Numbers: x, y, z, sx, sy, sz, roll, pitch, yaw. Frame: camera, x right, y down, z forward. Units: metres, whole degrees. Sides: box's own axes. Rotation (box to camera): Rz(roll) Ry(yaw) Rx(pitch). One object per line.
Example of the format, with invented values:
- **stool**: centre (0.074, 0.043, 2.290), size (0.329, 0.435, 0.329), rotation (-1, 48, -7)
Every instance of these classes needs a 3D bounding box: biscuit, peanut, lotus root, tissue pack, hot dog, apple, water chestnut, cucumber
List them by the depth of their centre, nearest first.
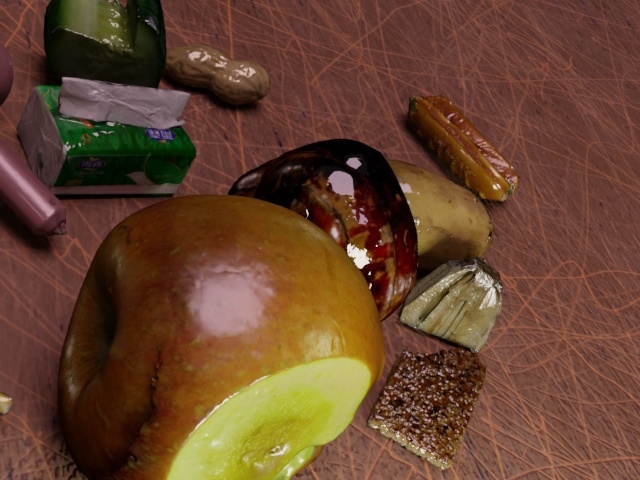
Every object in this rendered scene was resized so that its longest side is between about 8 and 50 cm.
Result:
- **apple**: centre (-0.111, 0.142, 1.366), size (0.374, 0.374, 0.384), rotation (12, 70, -22)
- **water chestnut**: centre (0.000, 0.000, 1.648), size (0.244, 0.289, 0.289), rotation (-31, 63, -14)
- **biscuit**: centre (0.158, 0.213, 1.682), size (0.131, 0.026, 0.237), rotation (33, 38, 1)
- **tissue pack**: centre (-0.297, -0.160, 1.700), size (0.209, 0.156, 0.148), rotation (-1, 50, -36)
- **lotus root**: centre (0.209, 0.083, 1.780), size (0.143, 0.144, 0.070), rotation (30, 28, -15)
- **cucumber**: centre (-0.329, -0.306, 1.841), size (0.191, 0.191, 0.130), rotation (13, 39, -21)
- **lotus root**: centre (0.144, -0.039, 1.859), size (0.284, 0.146, 0.160), rotation (22, 17, -34)
- **peanut**: centre (-0.173, -0.278, 1.981), size (0.187, 0.082, 0.082), rotation (22, 38, -11)
- **hot dog**: centre (0.255, -0.170, 2.144), size (0.115, 0.072, 0.269), rotation (-12, 53, -41)

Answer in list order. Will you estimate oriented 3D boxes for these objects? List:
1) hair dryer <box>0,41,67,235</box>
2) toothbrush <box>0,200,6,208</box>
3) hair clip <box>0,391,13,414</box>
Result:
- **hair dryer**: centre (-0.450, -0.134, 1.604), size (0.352, 0.125, 0.210), rotation (46, 32, 7)
- **toothbrush**: centre (-0.427, -0.054, 1.610), size (0.013, 0.011, 0.131), rotation (18, 37, 5)
- **hair clip**: centre (-0.445, 0.143, 1.341), size (0.213, 0.056, 0.062), rotation (28, 70, -4)
